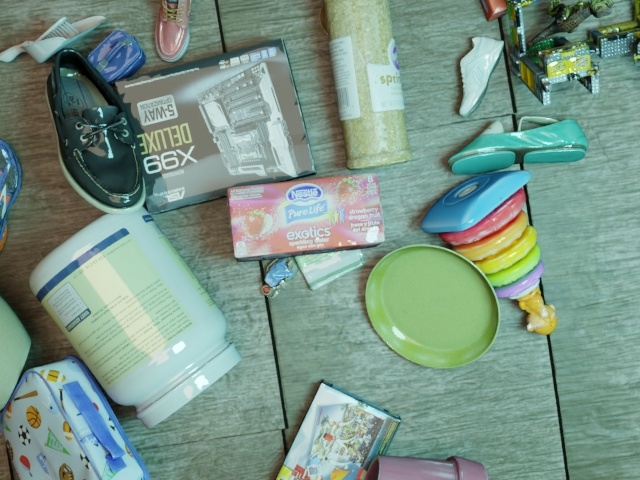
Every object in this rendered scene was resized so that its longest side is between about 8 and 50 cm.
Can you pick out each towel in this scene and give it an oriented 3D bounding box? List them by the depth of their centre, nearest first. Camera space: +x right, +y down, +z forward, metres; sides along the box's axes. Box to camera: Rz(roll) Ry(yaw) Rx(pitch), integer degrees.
[{"bbox_3d":[0.000,0.000,1.625,0.113,0.023,0.152,-27,90,1],"label":"towel"}]

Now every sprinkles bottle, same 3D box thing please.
[{"bbox_3d":[0.076,-0.304,1.559,0.121,0.121,0.356,-8,95,2],"label":"sprinkles bottle"}]

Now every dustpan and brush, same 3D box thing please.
[{"bbox_3d":[-0.496,-0.349,1.603,0.211,0.147,0.060,-27,107,28],"label":"dustpan and brush"}]

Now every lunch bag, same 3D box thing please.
[{"bbox_3d":[-0.412,0.360,1.523,0.303,0.115,0.243,53,126,17],"label":"lunch bag"},{"bbox_3d":[-0.360,-0.326,1.611,0.098,0.065,0.067,-44,89,2],"label":"lunch bag"}]

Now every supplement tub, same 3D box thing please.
[{"bbox_3d":[-0.307,0.128,1.531,0.235,0.235,0.325,-36,90,2],"label":"supplement tub"}]

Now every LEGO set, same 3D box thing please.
[{"bbox_3d":[0.454,-0.361,1.487,0.331,0.192,0.255,-6,121,-5],"label":"LEGO set"}]

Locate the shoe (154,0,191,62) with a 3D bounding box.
[{"bbox_3d":[-0.262,-0.409,1.599,0.063,0.081,0.178,10,91,2],"label":"shoe"}]

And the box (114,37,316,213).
[{"bbox_3d":[-0.183,-0.198,1.601,0.307,0.076,0.243,-13,91,2],"label":"box"}]

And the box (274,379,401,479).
[{"bbox_3d":[0.024,0.389,1.618,0.159,0.044,0.233,26,91,1],"label":"box"}]

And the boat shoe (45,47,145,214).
[{"bbox_3d":[-0.378,-0.195,1.514,0.127,0.113,0.340,-8,52,-25],"label":"boat shoe"}]

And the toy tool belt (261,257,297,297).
[{"bbox_3d":[-0.077,0.065,1.614,0.052,0.051,0.083,42,92,1],"label":"toy tool belt"}]

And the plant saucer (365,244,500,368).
[{"bbox_3d":[0.196,0.110,1.568,0.240,0.037,0.241,10,118,20],"label":"plant saucer"}]

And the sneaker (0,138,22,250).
[{"bbox_3d":[-0.591,-0.074,1.610,0.083,0.087,0.221,7,91,1],"label":"sneaker"}]

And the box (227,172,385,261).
[{"bbox_3d":[-0.026,-0.038,1.548,0.256,0.128,0.123,-6,86,-3],"label":"box"}]

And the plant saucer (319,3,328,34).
[{"bbox_3d":[0.040,-0.400,1.623,0.083,0.015,0.084,0,91,2],"label":"plant saucer"}]

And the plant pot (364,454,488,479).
[{"bbox_3d":[0.165,0.451,1.530,0.180,0.201,0.201,17,91,-5],"label":"plant pot"}]

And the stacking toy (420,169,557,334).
[{"bbox_3d":[0.327,0.037,1.566,0.175,0.165,0.302,-38,103,-20],"label":"stacking toy"}]

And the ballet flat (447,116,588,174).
[{"bbox_3d":[0.343,-0.172,1.594,0.247,0.083,0.087,-7,66,2],"label":"ballet flat"}]

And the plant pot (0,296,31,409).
[{"bbox_3d":[-0.611,0.196,1.543,0.190,0.284,0.284,24,91,-20],"label":"plant pot"}]

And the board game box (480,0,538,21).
[{"bbox_3d":[0.353,-0.580,1.587,0.242,0.064,0.317,-22,90,2],"label":"board game box"}]

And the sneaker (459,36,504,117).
[{"bbox_3d":[0.272,-0.290,1.604,0.061,0.054,0.152,22,85,10],"label":"sneaker"}]
